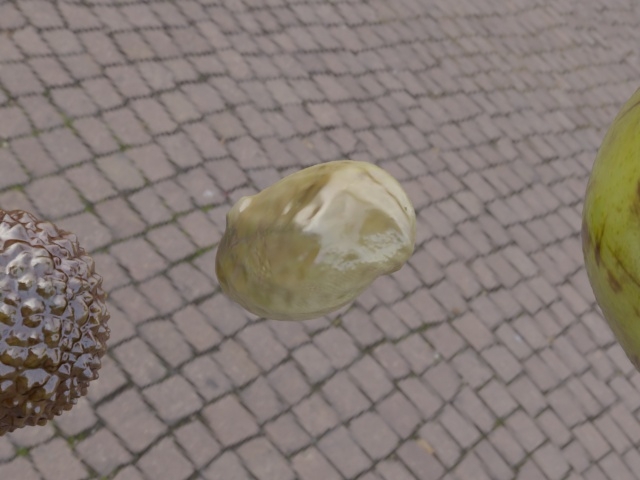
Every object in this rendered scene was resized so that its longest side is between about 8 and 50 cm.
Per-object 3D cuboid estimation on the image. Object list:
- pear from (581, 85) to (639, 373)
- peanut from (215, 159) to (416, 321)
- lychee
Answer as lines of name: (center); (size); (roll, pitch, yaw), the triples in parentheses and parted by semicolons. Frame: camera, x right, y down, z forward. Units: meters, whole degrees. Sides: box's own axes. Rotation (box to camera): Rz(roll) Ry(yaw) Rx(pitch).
pear: (0.289, -0.013, 0.652); (0.283, 0.283, 0.284); (25, 38, -21)
peanut: (0.000, 0.000, 0.879); (0.109, 0.159, 0.141); (55, 45, -27)
lychee: (-0.281, 0.071, 0.984); (0.200, 0.238, 0.200); (27, 45, -31)
